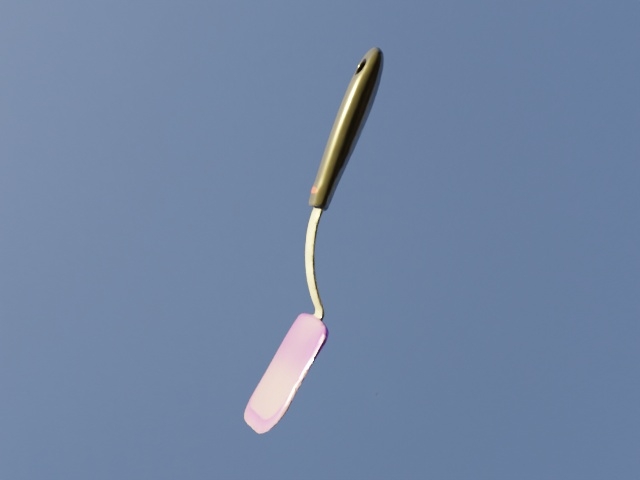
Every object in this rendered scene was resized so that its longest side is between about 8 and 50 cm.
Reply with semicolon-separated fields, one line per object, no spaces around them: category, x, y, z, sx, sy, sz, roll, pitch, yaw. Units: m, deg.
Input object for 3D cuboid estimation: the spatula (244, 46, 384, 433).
spatula;0.000;0.000;0.952;0.030;0.084;0.296;14;-87;-17
